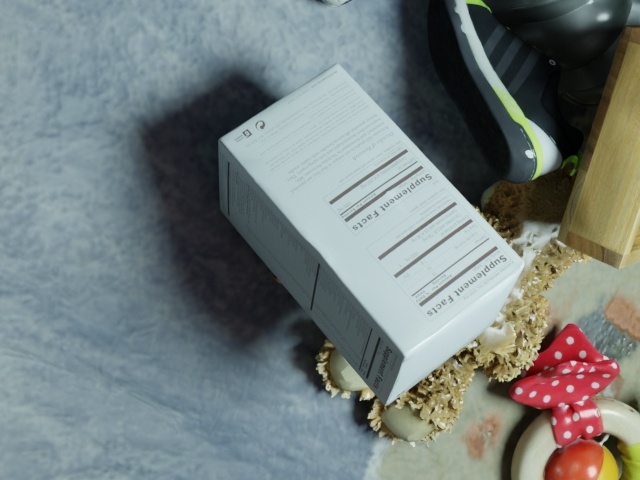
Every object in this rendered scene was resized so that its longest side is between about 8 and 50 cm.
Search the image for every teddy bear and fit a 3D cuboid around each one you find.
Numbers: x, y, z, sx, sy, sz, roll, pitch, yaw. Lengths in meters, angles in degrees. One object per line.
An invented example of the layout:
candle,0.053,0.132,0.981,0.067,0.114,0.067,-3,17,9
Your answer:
teddy bear,0.140,0.050,1.182,0.245,0.113,0.338,26,92,-19

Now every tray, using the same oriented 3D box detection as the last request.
tray,0.385,-0.109,1.175,0.411,0.076,0.203,-14,123,-51

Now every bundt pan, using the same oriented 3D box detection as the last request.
bundt pan,0.312,-0.299,1.198,0.330,0.124,0.331,-4,98,-27

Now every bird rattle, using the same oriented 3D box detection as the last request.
bird rattle,0.295,0.227,1.271,0.253,0.143,0.207,27,101,-25

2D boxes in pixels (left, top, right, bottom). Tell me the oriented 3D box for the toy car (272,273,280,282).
toy car,0.000,0.000,1.119,0.122,0.060,0.040,-32,143,-13

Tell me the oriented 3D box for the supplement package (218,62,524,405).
supplement package,0.036,-0.004,1.022,0.134,0.139,0.244,-35,73,-18

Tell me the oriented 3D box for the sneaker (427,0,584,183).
sneaker,0.178,-0.157,1.125,0.097,0.084,0.235,-16,71,-14

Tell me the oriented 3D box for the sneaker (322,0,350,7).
sneaker,0.051,-0.294,1.095,0.170,0.068,0.071,-47,109,-13
